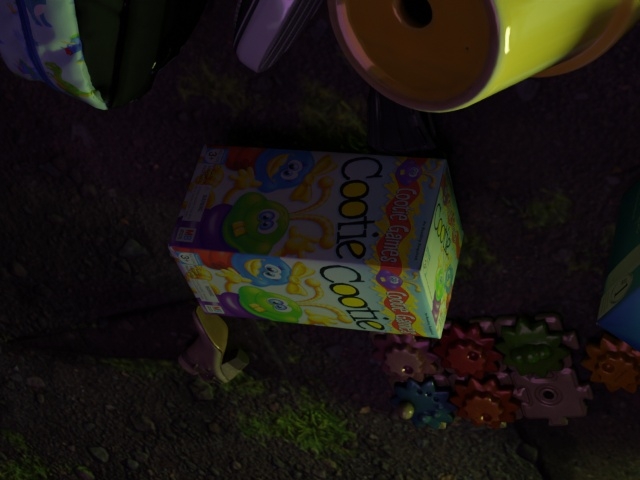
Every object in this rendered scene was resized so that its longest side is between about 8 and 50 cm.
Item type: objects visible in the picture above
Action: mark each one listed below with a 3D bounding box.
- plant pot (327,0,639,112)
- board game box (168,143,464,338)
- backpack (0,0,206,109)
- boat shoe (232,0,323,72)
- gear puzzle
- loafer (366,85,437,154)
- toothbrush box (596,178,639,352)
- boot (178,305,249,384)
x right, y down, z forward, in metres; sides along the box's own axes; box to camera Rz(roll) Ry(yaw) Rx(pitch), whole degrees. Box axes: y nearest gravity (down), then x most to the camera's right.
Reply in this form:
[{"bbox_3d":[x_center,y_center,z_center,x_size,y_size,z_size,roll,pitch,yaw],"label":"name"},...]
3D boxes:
[{"bbox_3d":[0.136,-0.233,1.079,0.254,0.239,0.254,22,132,27],"label":"plant pot"},{"bbox_3d":[0.000,0.000,1.395,0.275,0.142,0.144,4,147,18],"label":"board game box"},{"bbox_3d":[-0.216,-0.298,1.204,0.273,0.290,0.355,10,136,25],"label":"backpack"},{"bbox_3d":[-0.025,-0.320,1.210,0.119,0.121,0.335,31,121,7],"label":"boat shoe"},{"bbox_3d":[0.229,0.166,1.523,0.339,0.044,0.175,-6,124,25],"label":"gear puzzle"},{"bbox_3d":[0.087,-0.182,1.291,0.078,0.076,0.223,6,133,11],"label":"loafer"},{"bbox_3d":[0.403,-0.037,1.183,0.126,0.216,0.295,34,132,-7],"label":"toothbrush box"},{"bbox_3d":[-0.150,0.140,1.655,0.087,0.042,0.118,-23,115,36],"label":"boot"}]
